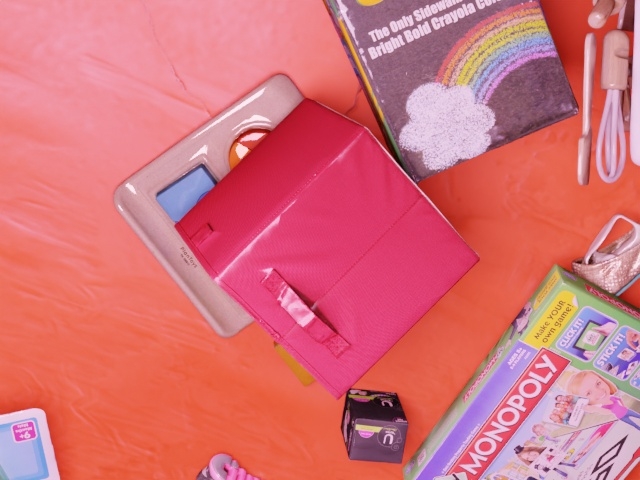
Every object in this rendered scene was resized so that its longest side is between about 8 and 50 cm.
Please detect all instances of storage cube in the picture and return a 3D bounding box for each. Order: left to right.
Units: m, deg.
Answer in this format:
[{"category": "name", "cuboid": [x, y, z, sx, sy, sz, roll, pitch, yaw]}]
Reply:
[{"category": "storage cube", "cuboid": [0.000, 0.000, 1.120, 0.193, 0.215, 0.184, -44, 113, -1]}]

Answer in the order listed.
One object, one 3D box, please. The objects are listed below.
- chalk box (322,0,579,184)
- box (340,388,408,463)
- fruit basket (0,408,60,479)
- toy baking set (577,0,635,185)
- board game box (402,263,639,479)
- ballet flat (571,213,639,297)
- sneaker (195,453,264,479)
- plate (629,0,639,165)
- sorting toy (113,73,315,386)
[{"category": "chalk box", "cuboid": [0.100, -0.233, 1.111, 0.180, 0.179, 0.289, -24, 107, 2]}, {"category": "box", "cuboid": [0.060, 0.208, 1.293, 0.062, 0.083, 0.052, 6, 107, -8]}, {"category": "fruit basket", "cuboid": [-0.431, 0.355, 1.247, 0.327, 0.165, 0.353, -7, 111, -4]}, {"category": "toy baking set", "cuboid": [0.295, -0.170, 1.133, 0.030, 0.256, 0.197, 4, 123, 28]}, {"category": "board game box", "cuboid": [0.266, 0.202, 1.304, 0.213, 0.046, 0.317, 26, 114, -14]}, {"category": "ballet flat", "cuboid": [0.361, -0.014, 1.265, 0.206, 0.073, 0.067, -42, 99, 5]}, {"category": "sneaker", "cuboid": [-0.095, 0.296, 1.332, 0.119, 0.047, 0.057, 43, 120, -16]}, {"category": "plate", "cuboid": [0.439, -0.214, 1.115, 0.278, 0.045, 0.277, -7, 111, -10]}, {"category": "sorting toy", "cuboid": [-0.044, 0.006, 1.240, 0.229, 0.041, 0.307, -35, 108, 5]}]
